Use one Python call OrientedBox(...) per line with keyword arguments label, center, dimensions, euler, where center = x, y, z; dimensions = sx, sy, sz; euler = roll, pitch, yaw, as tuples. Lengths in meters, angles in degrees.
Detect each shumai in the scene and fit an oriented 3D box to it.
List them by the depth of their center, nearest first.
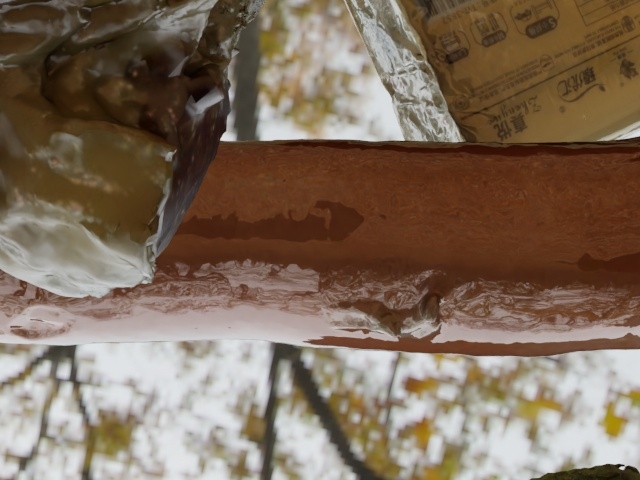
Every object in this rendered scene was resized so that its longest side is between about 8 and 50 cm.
OrientedBox(label="shumai", center=(-0.064, -0.039, 0.519), dimensions=(0.139, 0.105, 0.123), euler=(-5, -172, 36))

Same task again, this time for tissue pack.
OrientedBox(label="tissue pack", center=(0.141, -0.139, 1.229), dimensions=(0.222, 0.186, 0.090), euler=(-28, -174, -25))

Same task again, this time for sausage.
OrientedBox(label="sausage", center=(0.000, 0.000, 0.750), dimensions=(0.419, 0.094, 0.094), euler=(1, -111, 3))

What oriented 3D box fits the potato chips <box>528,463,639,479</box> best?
OrientedBox(label="potato chips", center=(0.137, 0.310, 1.075), dimensions=(0.429, 0.070, 0.358), euler=(-16, -126, -23))
